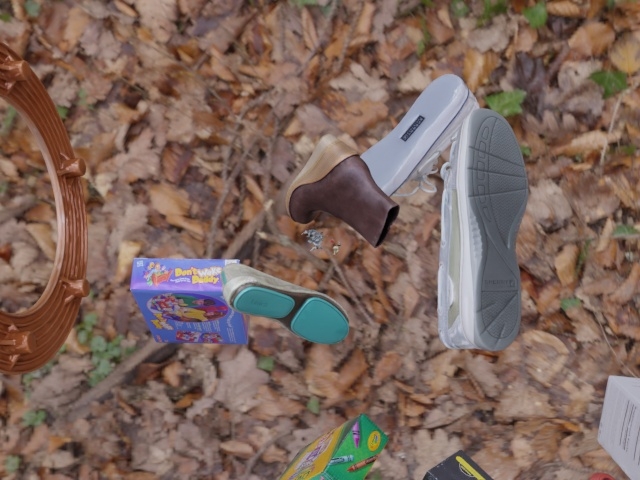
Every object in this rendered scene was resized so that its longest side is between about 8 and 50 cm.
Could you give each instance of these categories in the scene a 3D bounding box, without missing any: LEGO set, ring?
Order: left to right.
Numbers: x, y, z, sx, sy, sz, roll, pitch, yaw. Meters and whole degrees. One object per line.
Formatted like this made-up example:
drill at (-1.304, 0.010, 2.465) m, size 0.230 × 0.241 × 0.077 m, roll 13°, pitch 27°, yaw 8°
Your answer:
ring at (-0.300, -0.037, 0.870) m, size 0.032 × 0.336 × 0.336 m, roll -7°, pitch 77°, yaw 9°
LEGO set at (0.002, -0.002, 1.806) m, size 0.083 × 0.023 × 0.054 m, roll 10°, pitch 58°, yaw -3°

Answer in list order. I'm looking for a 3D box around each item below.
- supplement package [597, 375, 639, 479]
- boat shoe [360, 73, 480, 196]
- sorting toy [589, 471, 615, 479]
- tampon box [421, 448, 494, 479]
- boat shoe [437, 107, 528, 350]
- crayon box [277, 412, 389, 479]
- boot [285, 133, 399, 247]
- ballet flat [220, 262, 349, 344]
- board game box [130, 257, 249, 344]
supplement package at (0.597, 0.342, 1.533) m, size 0.139 × 0.244 × 0.134 m, roll 6°, pitch 100°, yaw -4°
boat shoe at (0.205, -0.176, 1.899) m, size 0.367 × 0.156 × 0.136 m, roll -50°, pitch 41°, yaw 5°
sorting toy at (0.391, 0.363, 1.191) m, size 0.042 × 0.061 × 0.102 m, roll -44°, pitch 62°, yaw 47°
tampon box at (0.222, 0.460, 1.484) m, size 0.120 × 0.101 × 0.161 m, roll 41°, pitch 127°, yaw 28°
boat shoe at (0.202, -0.015, 1.172) m, size 0.103 × 0.118 × 0.320 m, roll -9°, pitch 80°, yaw 53°
crayon box at (0.007, 0.477, 1.821) m, size 0.081 × 0.165 × 0.278 m, roll 44°, pitch 139°, yaw -3°
boot at (0.037, -0.057, 1.678) m, size 0.207 × 0.090 × 0.248 m, roll 51°, pitch 143°, yaw 20°
ballet flat at (-0.034, 0.060, 0.916) m, size 0.057 × 0.168 × 0.052 m, roll -49°, pitch 43°, yaw 14°
board game box at (-0.294, 0.149, 2.065) m, size 0.233 × 0.347 × 0.078 m, roll 1°, pitch 64°, yaw 0°
